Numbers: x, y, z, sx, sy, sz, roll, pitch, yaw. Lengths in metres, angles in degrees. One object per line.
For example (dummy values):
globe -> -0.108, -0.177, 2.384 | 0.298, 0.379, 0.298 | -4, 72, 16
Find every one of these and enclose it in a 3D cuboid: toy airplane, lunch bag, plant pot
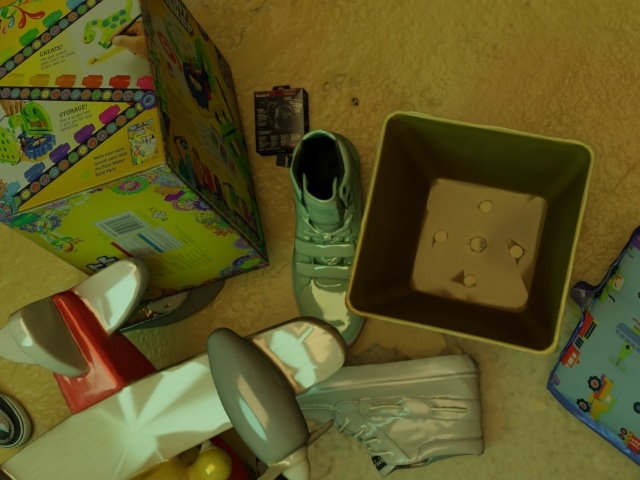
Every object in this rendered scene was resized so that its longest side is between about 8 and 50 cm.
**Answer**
toy airplane -> -0.189, 0.217, 1.005 | 0.385, 0.272, 0.386 | 13, 117, -3
lunch bag -> 0.381, 0.131, 1.015 | 0.293, 0.138, 0.221 | 33, 118, 21
plant pot -> 0.165, -0.004, 1.064 | 0.212, 0.187, 0.212 | 12, 88, 13

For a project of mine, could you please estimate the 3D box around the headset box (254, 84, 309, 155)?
headset box -> -0.047, -0.147, 1.200 | 0.062, 0.032, 0.083 | -4, 84, 11

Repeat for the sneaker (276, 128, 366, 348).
sneaker -> 0.000, 0.000, 1.118 | 0.094, 0.151, 0.255 | -3, 86, 10

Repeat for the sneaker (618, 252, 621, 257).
sneaker -> 0.434, 0.001, 1.065 | 0.215, 0.084, 0.083 | -28, 82, 18

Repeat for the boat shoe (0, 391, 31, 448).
boat shoe -> -0.450, 0.202, 1.230 | 0.183, 0.083, 0.065 | 31, 92, 13

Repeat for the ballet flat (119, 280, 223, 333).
ballet flat -> -0.220, 0.076, 1.200 | 0.213, 0.068, 0.072 | -21, 81, 9

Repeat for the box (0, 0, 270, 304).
box -> -0.202, -0.118, 1.070 | 0.177, 0.290, 0.279 | -17, 66, 11

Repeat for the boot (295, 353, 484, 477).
boot -> 0.055, 0.205, 1.115 | 0.258, 0.095, 0.123 | -9, 77, 10
